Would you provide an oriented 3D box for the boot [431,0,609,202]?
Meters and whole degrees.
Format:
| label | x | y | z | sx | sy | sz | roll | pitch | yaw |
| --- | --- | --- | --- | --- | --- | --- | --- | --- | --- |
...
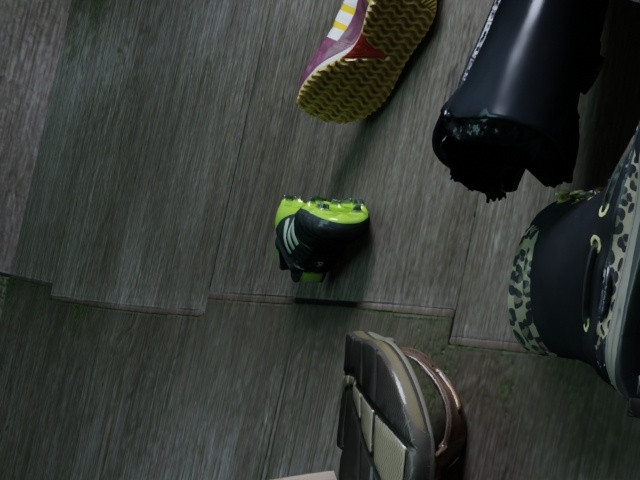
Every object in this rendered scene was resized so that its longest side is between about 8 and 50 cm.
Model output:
| label | x | y | z | sx | sy | sz | roll | pitch | yaw |
| --- | --- | --- | --- | --- | --- | --- | --- | --- | --- |
| boot | 0.156 | -0.140 | 1.123 | 0.207 | 0.094 | 0.246 | -68 | 9 | -20 |

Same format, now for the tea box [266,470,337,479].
| label | x | y | z | sx | sy | sz | roll | pitch | yaw |
| --- | --- | --- | --- | --- | --- | --- | --- | --- | --- |
| tea box | -0.162 | 0.330 | 1.320 | 0.323 | 0.329 | 0.220 | -51 | 52 | 52 |

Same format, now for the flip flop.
| label | x | y | z | sx | sy | sz | roll | pitch | yaw |
| --- | --- | --- | --- | --- | --- | --- | --- | --- | --- |
| flip flop | 0.057 | 0.122 | 1.322 | 0.277 | 0.080 | 0.112 | -129 | 49 | -84 |

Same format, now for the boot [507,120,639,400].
| label | x | y | z | sx | sy | sz | roll | pitch | yaw |
| --- | --- | --- | --- | --- | --- | --- | --- | --- | --- |
| boot | 0.177 | -0.031 | 1.069 | 0.178 | 0.085 | 0.236 | -168 | 92 | -73 |

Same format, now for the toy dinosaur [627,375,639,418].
| label | x | y | z | sx | sy | sz | roll | pitch | yaw |
| --- | --- | --- | --- | --- | --- | --- | --- | --- | --- |
| toy dinosaur | 0.216 | 0.125 | 0.689 | 0.164 | 0.218 | 0.322 | 83 | -168 | -55 |

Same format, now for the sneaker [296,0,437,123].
| label | x | y | z | sx | sy | sz | roll | pitch | yaw |
| --- | --- | --- | --- | --- | --- | --- | --- | --- | --- |
| sneaker | 0.042 | -0.171 | 1.571 | 0.185 | 0.070 | 0.084 | -47 | 25 | 43 |

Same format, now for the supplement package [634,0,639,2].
| label | x | y | z | sx | sy | sz | roll | pitch | yaw |
| --- | --- | --- | --- | --- | --- | --- | --- | --- | --- |
| supplement package | 0.217 | -0.221 | 0.914 | 0.149 | 0.194 | 0.203 | 128 | 148 | -51 |

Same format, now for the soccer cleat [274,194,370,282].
| label | x | y | z | sx | sy | sz | roll | pitch | yaw |
| --- | --- | --- | --- | --- | --- | --- | --- | --- | --- |
| soccer cleat | 0.000 | 0.000 | 1.584 | 0.179 | 0.060 | 0.072 | -174 | 87 | -77 |
